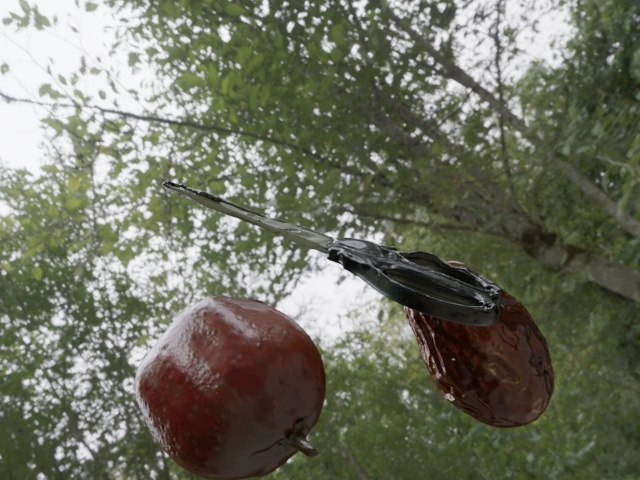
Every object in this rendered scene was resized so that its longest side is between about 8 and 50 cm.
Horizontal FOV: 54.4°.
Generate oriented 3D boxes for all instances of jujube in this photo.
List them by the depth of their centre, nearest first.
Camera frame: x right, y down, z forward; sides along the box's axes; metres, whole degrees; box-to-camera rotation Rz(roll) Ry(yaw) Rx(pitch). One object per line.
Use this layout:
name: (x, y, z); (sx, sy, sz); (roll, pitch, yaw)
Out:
jujube: (0.259, 0.174, 1.027); (0.197, 0.290, 0.197); (-38, 4, 3)

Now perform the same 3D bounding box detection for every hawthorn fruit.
hawthorn fruit: (-0.095, 0.185, 0.745); (0.215, 0.250, 0.215); (-38, -35, -33)

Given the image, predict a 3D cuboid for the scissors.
scissors: (0.000, 0.000, 0.507); (0.109, 0.300, 0.022); (-31, -40, -68)
